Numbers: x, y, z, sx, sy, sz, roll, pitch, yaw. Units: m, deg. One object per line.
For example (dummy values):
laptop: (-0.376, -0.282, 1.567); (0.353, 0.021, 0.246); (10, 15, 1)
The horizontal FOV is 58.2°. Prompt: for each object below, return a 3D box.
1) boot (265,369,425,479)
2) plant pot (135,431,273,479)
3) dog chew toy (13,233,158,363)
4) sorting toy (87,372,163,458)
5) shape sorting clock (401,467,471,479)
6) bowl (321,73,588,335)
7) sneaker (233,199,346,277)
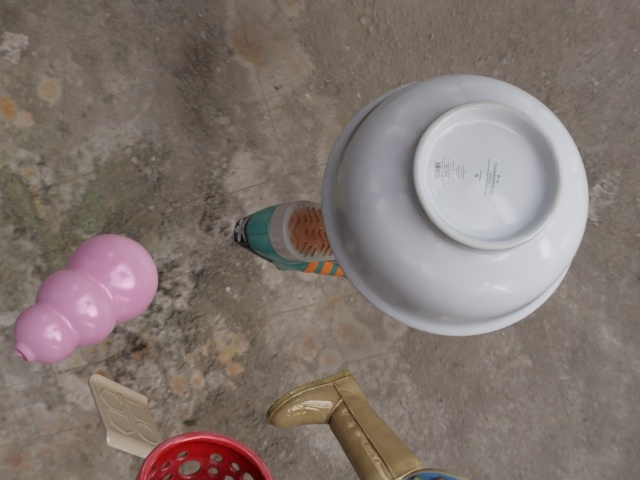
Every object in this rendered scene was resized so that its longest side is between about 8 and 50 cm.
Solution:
boot: (0.045, 0.412, 1.190); (0.236, 0.269, 0.089); (-20, 139, -23)
plant pot: (-0.172, 0.393, 0.787); (0.191, 0.191, 0.174); (24, 114, 6)
dog chew toy: (-0.513, 0.133, 1.249); (0.206, 0.332, 0.207); (21, 135, 22)
sorting toy: (-0.459, 0.424, 1.356); (0.038, 0.193, 0.208); (-43, 44, 1)
shape sorting clock: (0.204, 0.445, 0.885); (0.206, 0.040, 0.206); (13, 116, 28)
bowl: (0.152, -0.052, 0.590); (0.297, 0.134, 0.298); (1, 81, -3)
sneaker: (0.000, 0.000, 0.869); (0.121, 0.302, 0.108); (1, 79, 38)
